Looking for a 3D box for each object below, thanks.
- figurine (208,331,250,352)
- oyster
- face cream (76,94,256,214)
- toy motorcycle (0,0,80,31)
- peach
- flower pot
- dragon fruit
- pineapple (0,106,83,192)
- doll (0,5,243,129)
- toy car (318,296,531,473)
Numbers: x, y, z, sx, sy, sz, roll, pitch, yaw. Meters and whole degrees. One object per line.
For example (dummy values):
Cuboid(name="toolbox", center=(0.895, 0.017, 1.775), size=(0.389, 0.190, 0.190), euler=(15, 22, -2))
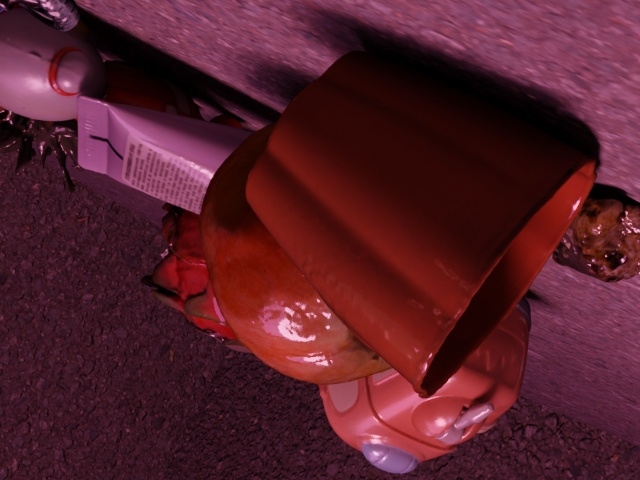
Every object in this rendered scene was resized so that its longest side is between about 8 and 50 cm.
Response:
Cuboid(name="figurine", center=(-0.074, 0.033, 1.887), size=(0.248, 0.203, 0.380), euler=(30, 173, -1))
Cuboid(name="oyster", center=(0.200, 0.001, 1.098), size=(0.103, 0.051, 0.148), euler=(16, 160, 24))
Cuboid(name="face cream", center=(-0.092, -0.061, 1.419), size=(0.273, 0.096, 0.154), euler=(16, 160, -3))
Cuboid(name="toy motorcycle", center=(-0.254, -0.214, 0.961), size=(0.169, 0.113, 0.315), euler=(44, 173, -37))
Cuboid(name="peach", center=(0.000, 0.000, 1.241), size=(0.214, 0.214, 0.235), euler=(31, -168, -39))
Cuboid(name="flower pot", center=(0.057, -0.024, 0.991), size=(0.173, 0.191, 0.190), euler=(39, 178, 16))
Cuboid(name="dragon fruit", center=(-0.073, 0.016, 1.597), size=(0.274, 0.193, 0.192), euler=(-19, 142, 17))
Cuboid(name="pineapple", center=(-0.368, -0.165, 1.743), size=(0.340, 0.169, 0.169), euler=(21, 178, -30))
Cuboid(name="doll", center=(-0.224, -0.152, 1.459), size=(0.336, 0.105, 0.199), euler=(21, -179, -44))
Cuboid(name="toy car", center=(0.110, 0.146, 1.739), size=(0.180, 0.212, 0.270), euler=(27, 140, -30))
